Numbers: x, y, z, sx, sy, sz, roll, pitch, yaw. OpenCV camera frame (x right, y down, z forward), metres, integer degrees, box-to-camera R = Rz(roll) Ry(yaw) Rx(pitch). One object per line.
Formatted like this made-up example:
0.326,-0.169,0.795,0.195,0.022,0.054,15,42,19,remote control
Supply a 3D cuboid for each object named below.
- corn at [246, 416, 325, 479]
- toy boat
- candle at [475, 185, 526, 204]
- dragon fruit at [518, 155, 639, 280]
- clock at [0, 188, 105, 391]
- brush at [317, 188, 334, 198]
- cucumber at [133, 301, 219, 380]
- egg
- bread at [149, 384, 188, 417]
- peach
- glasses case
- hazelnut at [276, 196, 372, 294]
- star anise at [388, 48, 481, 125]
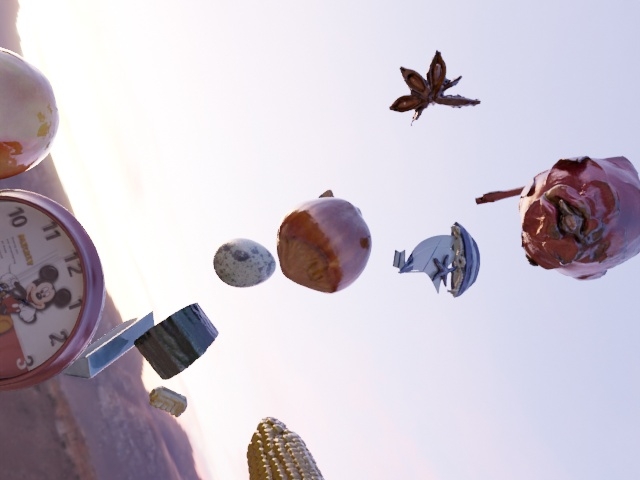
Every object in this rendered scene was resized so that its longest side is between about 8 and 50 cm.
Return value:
-0.036,0.384,0.907,0.322,0.119,0.119,-125,-156,-55,corn
0.349,0.079,1.877,0.070,0.292,0.210,-5,-73,64,toy boat
0.417,-0.103,1.387,0.167,0.021,0.026,-11,-63,25,candle
0.496,-0.044,1.206,0.250,0.315,0.250,-6,-97,61,dragon fruit
-0.496,0.078,1.012,0.080,0.319,0.318,84,-16,-85,clock
-0.020,-0.075,1.726,0.164,0.014,0.051,-40,-129,33,brush
-0.349,0.240,1.595,0.130,0.191,0.191,55,-21,-5,cucumber
-0.197,0.060,1.678,0.172,0.132,0.132,6,-56,19,egg
-0.322,0.338,1.358,0.088,0.049,0.034,30,-12,-22,bread
-0.431,-0.165,0.838,0.184,0.184,0.184,50,-29,41,peach
-0.522,0.265,1.619,0.105,0.266,0.056,-21,-81,26,glasses case
0.000,0.000,1.150,0.182,0.182,0.182,50,-29,41,hazelnut
0.243,-0.349,1.451,0.212,0.053,0.157,-13,-94,29,star anise
